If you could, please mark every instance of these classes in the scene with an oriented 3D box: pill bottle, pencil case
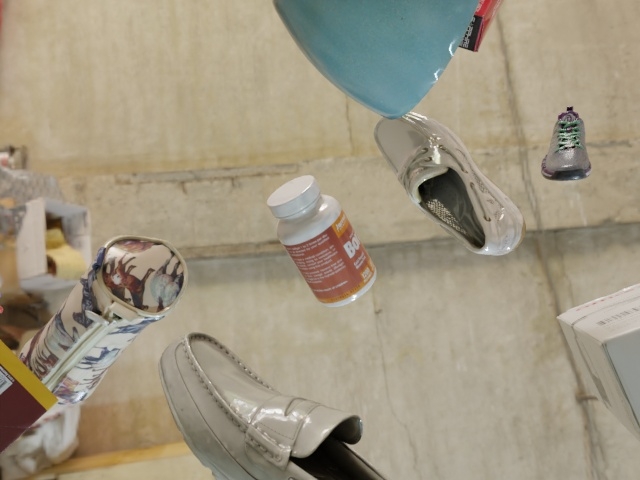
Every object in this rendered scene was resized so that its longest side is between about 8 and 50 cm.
[{"bbox_3d":[0.000,0.000,1.181,0.216,0.121,0.121,59,2,-24],"label":"pill bottle"},{"bbox_3d":[-0.406,0.156,1.227,0.410,0.160,0.183,-42,-174,37],"label":"pencil case"}]

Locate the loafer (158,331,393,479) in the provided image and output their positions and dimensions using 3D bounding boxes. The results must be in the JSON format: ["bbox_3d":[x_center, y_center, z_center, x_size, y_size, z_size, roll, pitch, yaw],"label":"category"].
[{"bbox_3d":[-0.010,0.175,0.555,0.319,0.112,0.111,40,-75,24],"label":"loafer"}]

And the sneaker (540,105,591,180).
[{"bbox_3d":[0.435,-0.175,1.215,0.223,0.083,0.098,-52,137,-62],"label":"sneaker"}]

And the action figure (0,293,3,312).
[{"bbox_3d":[-0.662,0.084,1.249,0.280,0.139,0.091,122,-34,-49],"label":"action figure"}]

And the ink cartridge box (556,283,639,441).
[{"bbox_3d":[0.441,0.123,0.832,0.307,0.223,0.128,4,64,-79],"label":"ink cartridge box"}]

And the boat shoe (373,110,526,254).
[{"bbox_3d":[0.158,-0.087,0.934,0.277,0.096,0.098,48,-55,27],"label":"boat shoe"}]

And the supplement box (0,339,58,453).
[{"bbox_3d":[-0.490,0.202,0.876,0.129,0.194,0.191,0,-50,55],"label":"supplement box"}]

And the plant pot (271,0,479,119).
[{"bbox_3d":[0.054,-0.320,0.837,0.290,0.196,0.290,-162,-90,-74],"label":"plant pot"}]

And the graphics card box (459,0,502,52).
[{"bbox_3d":[0.192,-0.541,1.419,0.094,0.371,0.232,92,24,-54],"label":"graphics card box"}]
